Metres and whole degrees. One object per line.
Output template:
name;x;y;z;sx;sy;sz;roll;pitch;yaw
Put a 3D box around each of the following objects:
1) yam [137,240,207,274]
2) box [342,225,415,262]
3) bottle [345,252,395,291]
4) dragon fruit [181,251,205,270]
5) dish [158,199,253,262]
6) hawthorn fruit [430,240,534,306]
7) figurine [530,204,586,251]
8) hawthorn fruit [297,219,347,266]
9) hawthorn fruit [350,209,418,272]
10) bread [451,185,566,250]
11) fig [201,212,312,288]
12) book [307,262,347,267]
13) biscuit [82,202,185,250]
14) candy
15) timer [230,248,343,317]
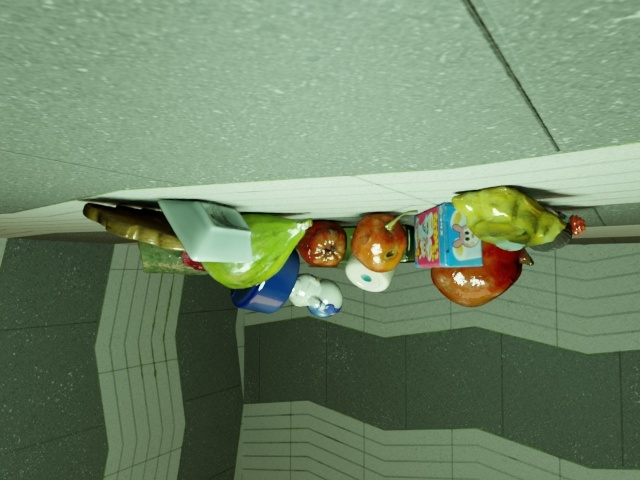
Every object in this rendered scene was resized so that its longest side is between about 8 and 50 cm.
yam;-0.575;0.045;2.036;0.301;0.194;0.195;2;176;-9
box;0.195;0.022;2.033;0.421;0.138;0.373;0;177;23
bottle;0.186;0.033;1.618;0.148;0.236;0.147;20;145;14
dragon fruit;-0.380;0.036;1.903;0.262;0.189;0.163;2;-173;-10
dish;-0.256;-0.037;1.242;0.080;0.181;0.243;-41;161;18
hawthorn fruit;0.499;0.064;1.648;0.295;0.294;0.311;3;141;-39
figurine;0.535;-0.038;1.243;0.246;0.110;0.138;13;166;-38
hawthorn fruit;0.007;0.003;1.686;0.174;0.173;0.179;0;-157;13
hawthorn fruit;0.181;-0.028;1.393;0.166;0.165;0.285;1;148;-13
bread;0.392;-0.042;1.071;0.233;0.088;0.161;27;151;-31
fig;-0.185;0.034;1.473;0.315;0.232;0.233;6;178;12
book;0.130;0.105;2.129;0.311;0.021;0.217;-2;177;42
biscuit;-0.418;-0.035;1.268;0.279;0.043;0.301;20;-170;14
candy;0.334;-0.005;1.358;0.100;0.157;0.306;0;176;-2
timer;-0.087;0.163;1.756;0.384;0.270;0.270;26;165;-25
